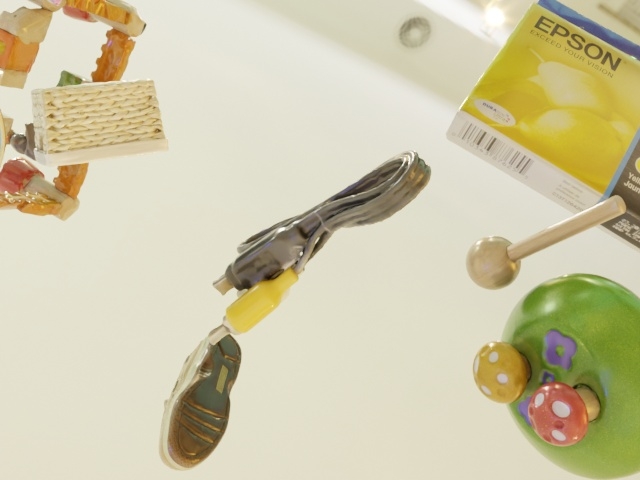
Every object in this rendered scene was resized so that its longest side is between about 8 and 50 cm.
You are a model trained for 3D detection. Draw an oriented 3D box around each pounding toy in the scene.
[{"bbox_3d":[0.193,0.098,0.698,0.110,0.183,0.236,-6,-102,-35],"label":"pounding toy"}]

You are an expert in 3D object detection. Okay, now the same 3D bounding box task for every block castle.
[{"bbox_3d":[-0.532,-0.266,1.424,0.213,0.453,0.303,28,-168,20],"label":"block castle"}]

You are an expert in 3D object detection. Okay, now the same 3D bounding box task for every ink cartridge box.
[{"bbox_3d":[0.356,-0.164,0.995,0.304,0.072,0.307,31,-116,7],"label":"ink cartridge box"}]

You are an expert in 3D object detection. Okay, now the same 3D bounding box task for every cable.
[{"bbox_3d":[0.000,0.000,0.809,0.072,0.287,0.139,52,-155,-16],"label":"cable"}]

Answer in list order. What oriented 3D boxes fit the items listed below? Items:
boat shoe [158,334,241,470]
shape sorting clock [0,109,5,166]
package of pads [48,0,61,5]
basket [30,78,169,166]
[{"bbox_3d":[-0.139,0.179,0.874,0.068,0.072,0.190,51,-153,-17],"label":"boat shoe"},{"bbox_3d":[-0.458,-0.121,0.894,0.206,0.206,0.040,29,-166,-13],"label":"shape sorting clock"},{"bbox_3d":[-0.226,-0.253,0.705,0.032,0.083,0.050,38,180,29],"label":"package of pads"},{"bbox_3d":[-0.306,-0.164,1.108,0.167,0.103,0.113,-10,-167,-26],"label":"basket"}]
